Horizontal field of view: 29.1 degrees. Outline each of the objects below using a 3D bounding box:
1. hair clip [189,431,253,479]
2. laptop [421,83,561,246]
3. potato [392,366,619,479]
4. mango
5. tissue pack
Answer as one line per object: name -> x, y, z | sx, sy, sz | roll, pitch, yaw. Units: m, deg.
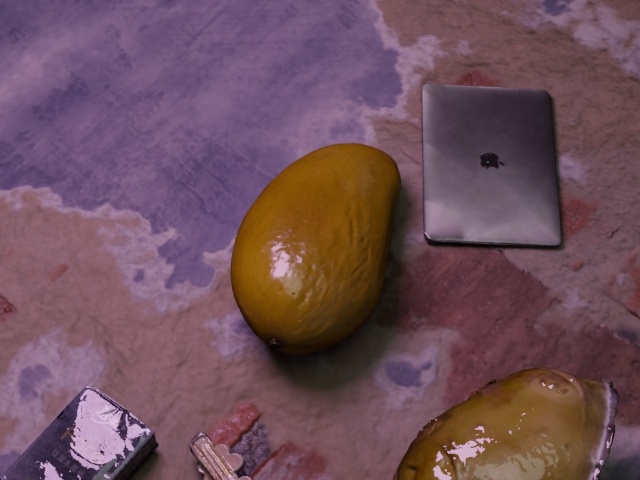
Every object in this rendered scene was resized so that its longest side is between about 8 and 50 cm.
hair clip -> -0.082, 0.310, 1.433 | 0.062, 0.056, 0.214 | -38, 56, -4
laptop -> 0.235, -0.108, 1.715 | 0.188, 0.015, 0.269 | 2, 58, 0
potato -> 0.194, 0.248, 1.360 | 0.196, 0.246, 0.299 | 25, 58, 5
mango -> -0.008, 0.000, 1.579 | 0.195, 0.142, 0.331 | 12, 51, 1
tissue pack -> -0.283, 0.261, 1.457 | 0.112, 0.051, 0.156 | 32, 63, 19
